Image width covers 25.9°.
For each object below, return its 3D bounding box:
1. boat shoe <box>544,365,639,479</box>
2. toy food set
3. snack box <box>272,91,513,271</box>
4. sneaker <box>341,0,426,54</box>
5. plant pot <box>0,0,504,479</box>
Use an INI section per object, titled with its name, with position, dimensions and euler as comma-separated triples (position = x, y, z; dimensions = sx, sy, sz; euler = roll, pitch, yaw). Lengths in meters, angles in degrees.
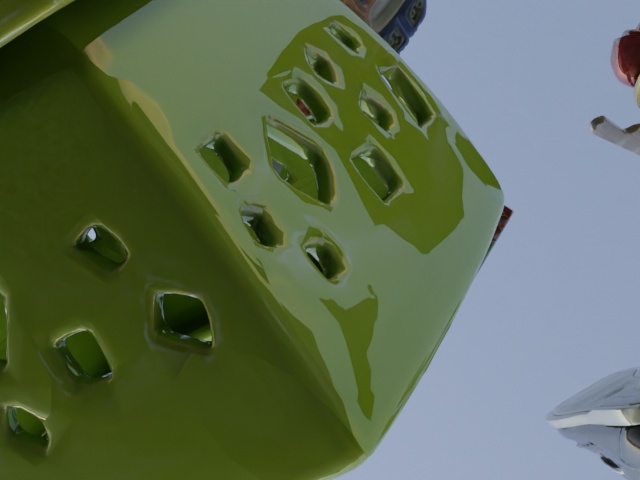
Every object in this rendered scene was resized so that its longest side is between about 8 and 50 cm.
[boat shoe]
position = 0.215, 0.134, 0.959
dimensions = 0.084, 0.233, 0.079
euler = -28, -90, -6
[toy food set]
position = 0.270, -0.158, 0.992
dimensions = 0.218, 0.128, 0.071
euler = -44, -119, 30
[snack box]
position = 0.000, 0.000, 0.969
dimensions = 0.207, 0.070, 0.174
euler = 33, -101, -1
[sneaker]
position = 0.053, -0.246, 1.067
dimensions = 0.131, 0.112, 0.296
euler = 17, -126, 44
[plant pot]
position = -0.089, -0.016, 0.547
dimensions = 0.228, 0.227, 0.207
euler = -27, -77, 28
